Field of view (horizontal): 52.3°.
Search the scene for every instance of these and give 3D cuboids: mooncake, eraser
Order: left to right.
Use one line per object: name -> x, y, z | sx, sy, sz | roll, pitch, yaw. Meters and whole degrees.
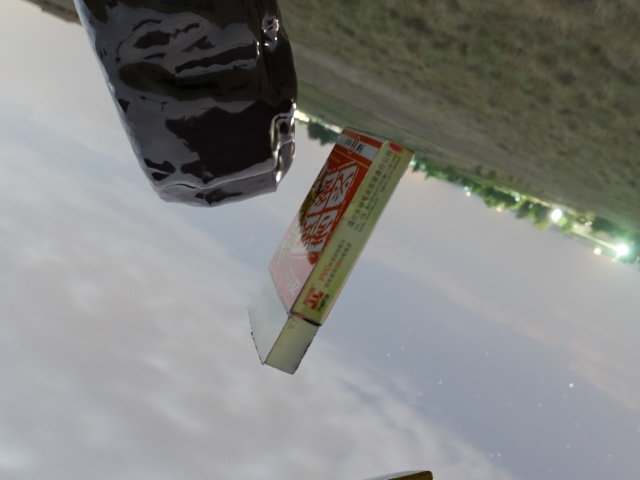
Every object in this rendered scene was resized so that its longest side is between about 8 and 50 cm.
mooncake -> -0.147, -0.221, 0.769 | 0.212, 0.350, 0.381 | -12, -140, -9
eraser -> 0.000, 0.000, 0.640 | 0.038, 0.230, 0.157 | 26, -173, -17

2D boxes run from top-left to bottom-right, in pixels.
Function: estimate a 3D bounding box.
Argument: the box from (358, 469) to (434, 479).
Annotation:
box -> 0.037, 0.364, 0.545 | 0.193, 0.301, 0.084 | 5, 156, -40
